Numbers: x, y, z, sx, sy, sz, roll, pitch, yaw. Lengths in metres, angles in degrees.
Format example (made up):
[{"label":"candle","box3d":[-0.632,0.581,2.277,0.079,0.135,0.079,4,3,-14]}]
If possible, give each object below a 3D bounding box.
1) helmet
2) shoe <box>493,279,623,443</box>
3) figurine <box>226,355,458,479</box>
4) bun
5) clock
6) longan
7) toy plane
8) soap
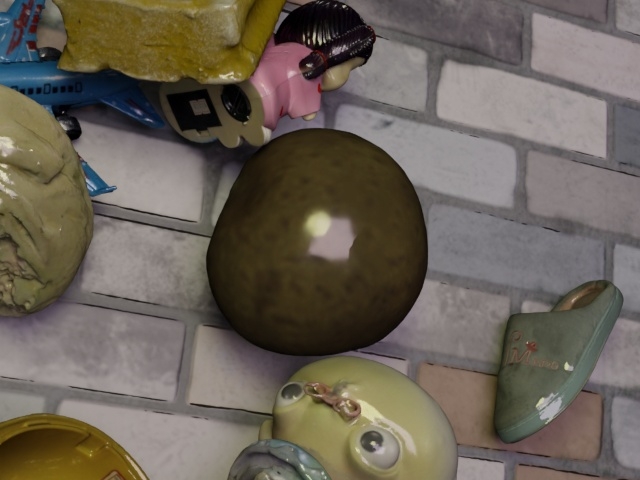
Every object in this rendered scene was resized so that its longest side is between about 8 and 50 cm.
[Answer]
[{"label":"helmet","box3d":[-0.266,0.275,0.937,0.257,0.140,0.205,8,50,-56]},{"label":"shoe","box3d":[0.265,0.122,1.232,0.100,0.103,0.251,45,59,-6]},{"label":"figurine","box3d":[-0.036,0.277,0.990,0.394,0.226,0.274,-21,122,-47]},{"label":"bun","box3d":[-0.322,-0.027,0.988,0.210,0.116,0.237,-26,110,-3]},{"label":"clock","box3d":[-0.054,-0.186,1.140,0.195,0.194,0.100,-37,116,-33]},{"label":"longan","box3d":[0.000,0.000,1.101,0.246,0.215,0.246,23,47,-27]},{"label":"toy plane","box3d":[-0.302,-0.157,1.080,0.271,0.105,0.254,-12,80,-23]},{"label":"soap","box3d":[-0.133,-0.282,1.085,0.199,0.091,0.315,7,40,10]}]
